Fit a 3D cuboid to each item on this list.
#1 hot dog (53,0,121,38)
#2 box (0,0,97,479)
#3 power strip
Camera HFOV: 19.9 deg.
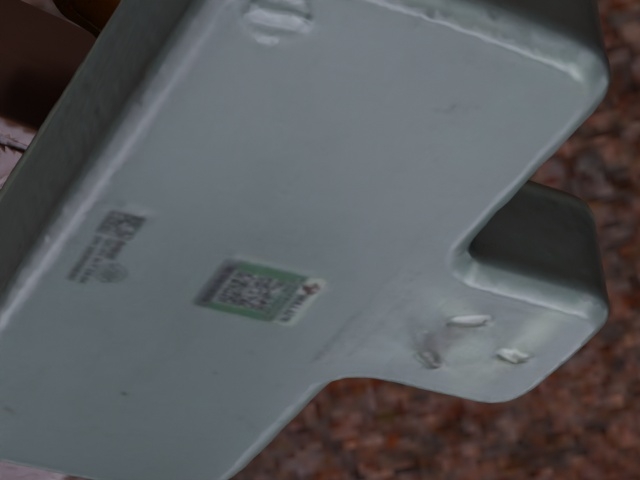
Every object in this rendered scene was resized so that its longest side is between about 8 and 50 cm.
[{"bbox_3d":[-0.067,-0.108,1.139,0.236,0.062,0.092,34,165,11],"label":"hot dog"},{"bbox_3d":[-0.226,-0.015,1.096,0.239,0.339,0.229,24,101,-29],"label":"box"},{"bbox_3d":[0.000,0.000,0.586,0.193,0.059,0.265,16,138,-26],"label":"power strip"}]
